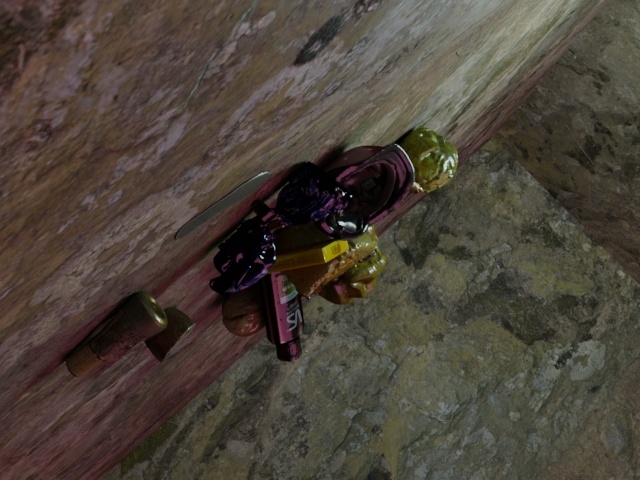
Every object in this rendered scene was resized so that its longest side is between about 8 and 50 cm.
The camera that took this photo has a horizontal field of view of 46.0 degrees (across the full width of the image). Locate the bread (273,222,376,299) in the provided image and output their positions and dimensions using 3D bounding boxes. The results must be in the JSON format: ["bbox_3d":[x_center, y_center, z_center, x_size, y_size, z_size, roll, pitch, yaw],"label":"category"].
[{"bbox_3d":[0.000,0.000,1.905,0.262,0.204,0.162,-35,158,-27],"label":"bread"}]

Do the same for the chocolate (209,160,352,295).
[{"bbox_3d":[-0.105,-0.024,1.543,0.343,0.126,0.148,-41,134,5],"label":"chocolate"}]

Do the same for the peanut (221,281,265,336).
[{"bbox_3d":[-0.183,0.177,2.162,0.149,0.149,0.313,-47,174,32],"label":"peanut"}]

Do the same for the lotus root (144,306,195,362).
[{"bbox_3d":[-0.340,0.207,1.707,0.112,0.081,0.122,-40,172,-35],"label":"lotus root"}]

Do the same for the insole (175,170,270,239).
[{"bbox_3d":[-0.169,-0.066,1.344,0.232,0.003,0.080,-38,171,-35],"label":"insole"}]

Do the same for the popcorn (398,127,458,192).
[{"bbox_3d":[0.308,-0.234,2.202,0.198,0.198,0.212,-48,179,34],"label":"popcorn"}]

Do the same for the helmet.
[{"bbox_3d":[0.074,-0.124,1.731,0.253,0.154,0.198,-51,136,-9],"label":"helmet"}]

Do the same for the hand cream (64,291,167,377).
[{"bbox_3d":[-0.384,0.181,1.395,0.203,0.084,0.084,-36,173,3],"label":"hand cream"}]

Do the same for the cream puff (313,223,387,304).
[{"bbox_3d":[0.033,0.071,2.169,0.270,0.274,0.323,-47,175,-45],"label":"cream puff"}]

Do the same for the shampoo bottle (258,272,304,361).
[{"bbox_3d":[-0.104,0.182,2.060,0.129,0.084,0.323,-32,127,-42],"label":"shampoo bottle"}]

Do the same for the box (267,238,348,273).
[{"bbox_3d":[-0.084,0.043,1.764,0.269,0.043,0.152,-12,-175,25],"label":"box"}]

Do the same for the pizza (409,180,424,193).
[{"bbox_3d":[0.205,-0.163,2.147,0.036,0.176,0.185,-68,-168,-23],"label":"pizza"}]
